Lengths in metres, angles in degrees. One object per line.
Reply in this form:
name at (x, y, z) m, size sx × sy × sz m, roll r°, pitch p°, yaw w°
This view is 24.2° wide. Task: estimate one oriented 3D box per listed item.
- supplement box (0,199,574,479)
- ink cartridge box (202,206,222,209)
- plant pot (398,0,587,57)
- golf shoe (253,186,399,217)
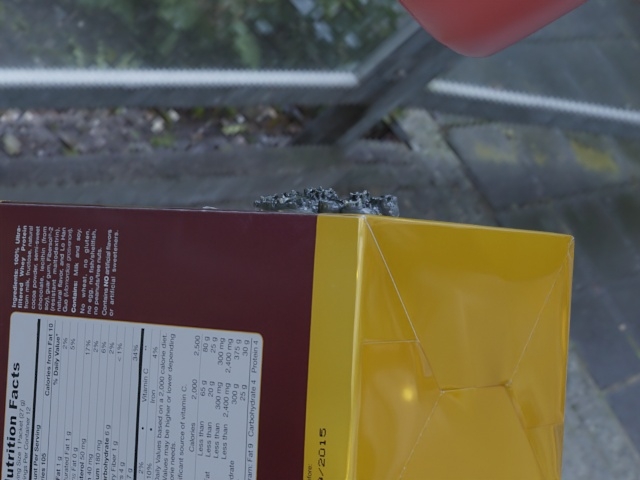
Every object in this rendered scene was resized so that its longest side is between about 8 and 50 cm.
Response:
supplement box at (-0.020, 0.054, 0.637) m, size 0.191 × 0.194 × 0.129 m, roll 4°, pitch 89°, yaw -58°
ink cartridge box at (-0.054, 0.084, 1.012) m, size 0.127 × 0.072 × 0.175 m, roll -58°, pitch 147°, yaw -28°
plant pot at (0.148, -0.271, 0.831) m, size 0.275 × 0.243 × 0.275 m, roll 37°, pitch 44°, yaw -46°
golf shoe at (0.000, 0.000, 1.382) m, size 0.077 × 0.198 × 0.094 m, roll -13°, pitch 103°, yaw -28°
